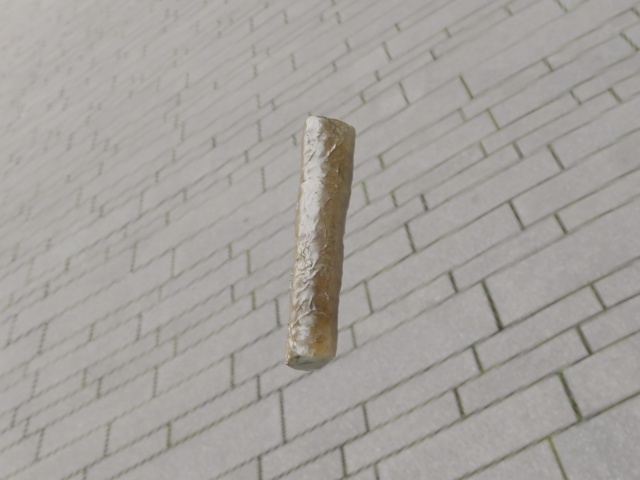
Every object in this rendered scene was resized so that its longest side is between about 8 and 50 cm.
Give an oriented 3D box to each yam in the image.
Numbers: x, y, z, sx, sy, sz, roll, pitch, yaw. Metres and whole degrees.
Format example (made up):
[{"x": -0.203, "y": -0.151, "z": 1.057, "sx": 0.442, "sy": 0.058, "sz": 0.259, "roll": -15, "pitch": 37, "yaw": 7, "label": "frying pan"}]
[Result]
[{"x": 0.000, "y": 0.000, "z": 1.251, "sx": 0.081, "sy": 0.081, "sz": 0.356, "roll": -9, "pitch": 68, "yaw": 38, "label": "yam"}]
